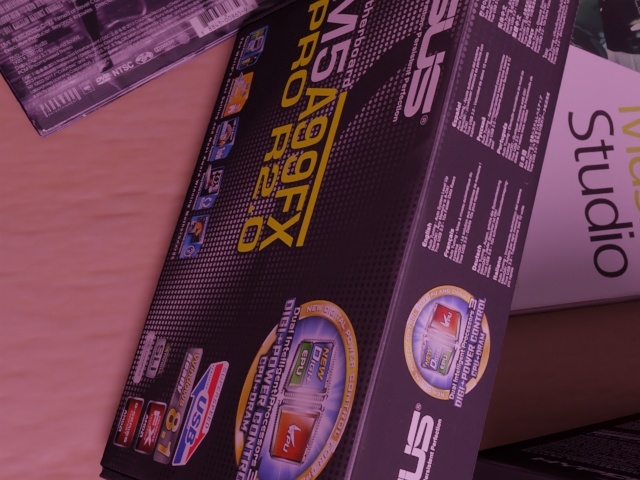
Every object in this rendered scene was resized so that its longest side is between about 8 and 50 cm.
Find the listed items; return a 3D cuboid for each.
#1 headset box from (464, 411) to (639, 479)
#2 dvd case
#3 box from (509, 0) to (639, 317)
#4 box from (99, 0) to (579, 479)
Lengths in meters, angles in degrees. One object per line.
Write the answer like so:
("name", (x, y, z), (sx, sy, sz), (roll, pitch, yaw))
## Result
("headset box", (0.177, 0.198, 0.452), (0.293, 0.110, 0.218), (3, 92, -50))
("dvd case", (-0.146, -0.191, 0.557), (0.164, 0.018, 0.221), (-32, 90, -17))
("box", (0.202, -0.079, 0.611), (0.322, 0.058, 0.232), (-6, 82, -17))
("box", (0.000, 0.000, 0.455), (0.060, 0.216, 0.270), (24, 75, -30))
